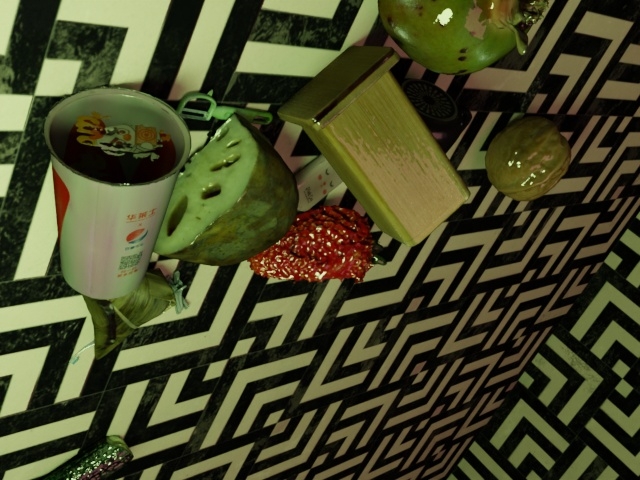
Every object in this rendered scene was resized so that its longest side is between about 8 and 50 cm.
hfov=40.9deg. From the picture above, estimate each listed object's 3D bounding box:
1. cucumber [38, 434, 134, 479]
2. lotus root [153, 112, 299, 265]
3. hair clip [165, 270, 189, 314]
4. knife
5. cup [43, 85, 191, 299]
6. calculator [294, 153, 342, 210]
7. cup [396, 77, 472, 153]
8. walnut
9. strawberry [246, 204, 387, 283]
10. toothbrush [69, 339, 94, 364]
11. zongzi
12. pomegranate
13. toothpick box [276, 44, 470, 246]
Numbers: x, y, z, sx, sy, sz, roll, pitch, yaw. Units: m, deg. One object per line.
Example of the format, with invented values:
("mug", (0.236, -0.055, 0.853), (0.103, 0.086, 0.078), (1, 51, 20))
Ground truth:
("cucumber", (-0.505, 0.485, 1.768), (0.241, 0.074, 0.074), (-31, 147, -22))
("lotus root", (-0.146, -0.043, 1.493), (0.267, 0.149, 0.260), (-44, 152, 7))
("hair clip", (-0.268, 0.107, 1.632), (0.030, 0.039, 0.115), (-28, 149, -18))
("knife", (-0.148, -0.216, 1.403), (0.212, 0.015, 0.054), (1, 126, -51))
("cup", (-0.308, -0.053, 1.254), (0.203, 0.203, 0.288), (-23, 149, -34))
("calculator", (0.006, -0.129, 1.690), (0.175, 0.032, 0.100), (-40, 150, -11))
("cup", (0.198, -0.212, 1.686), (0.223, 0.169, 0.176), (-6, 139, -35))
("walnut", (0.503, -0.196, 2.087), (0.213, 0.213, 0.213), (-32, 148, -23))
("strawberry", (0.000, 0.000, 1.705), (0.286, 0.188, 0.106), (-7, 126, -18))
("toothbrush", (-0.408, 0.180, 1.570), (0.131, 0.011, 0.013), (-43, 138, -5))
("zongzi", (-0.382, 0.115, 1.452), (0.204, 0.094, 0.205), (-42, 148, 12))
("pomegranate", (0.265, -0.402, 1.392), (0.291, 0.323, 0.291), (-38, 141, -39))
("toothpick box", (0.103, -0.158, 1.482), (0.187, 0.190, 0.308), (-42, 115, -8))
